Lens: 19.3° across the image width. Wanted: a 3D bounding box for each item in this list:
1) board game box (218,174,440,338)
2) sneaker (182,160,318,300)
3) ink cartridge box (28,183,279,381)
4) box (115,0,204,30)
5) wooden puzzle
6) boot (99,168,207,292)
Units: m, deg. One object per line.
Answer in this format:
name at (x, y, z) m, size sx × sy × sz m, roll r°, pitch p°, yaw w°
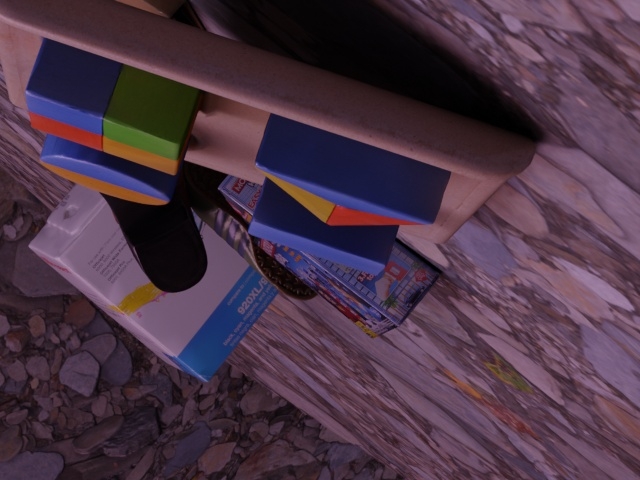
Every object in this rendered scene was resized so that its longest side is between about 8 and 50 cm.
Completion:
board game box at (0.000, 0.000, 1.658) m, size 0.194 × 0.060 × 0.194 m, roll 40°, pitch 172°, yaw -1°
sneaker at (-0.073, -0.023, 1.842) m, size 0.192 × 0.064 × 0.086 m, roll 48°, pitch 169°, yaw -21°
ink cartridge box at (-0.190, 0.021, 2.202) m, size 0.233 × 0.168 × 0.171 m, roll 42°, pitch 171°, yaw -19°
box at (-0.158, -0.189, 1.456) m, size 0.201 × 0.021 × 0.164 m, roll 35°, pitch 171°, yaw 23°
wooden puzzle at (-0.054, -0.056, 1.178) m, size 0.322 × 0.080 × 0.348 m, roll 18°, pitch 174°, yaw -3°
boot at (-0.193, -0.118, 1.803) m, size 0.264 × 0.096 × 0.280 m, roll 64°, pitch 176°, yaw -33°
